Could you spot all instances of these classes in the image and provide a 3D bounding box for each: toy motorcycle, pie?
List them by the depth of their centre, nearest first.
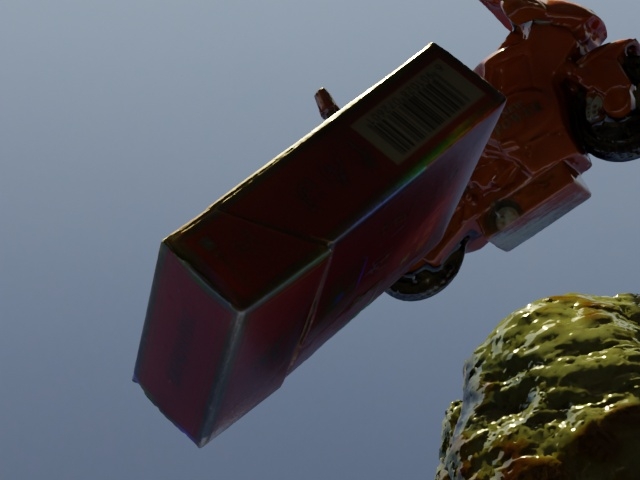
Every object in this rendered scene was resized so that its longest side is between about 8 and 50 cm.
[{"bbox_3d":[0.156,0.120,0.839,0.201,0.090,0.248,-14,-146,14],"label":"pie"},{"bbox_3d":[0.139,-0.097,1.229,0.148,0.326,0.221,29,-148,-53],"label":"toy motorcycle"}]

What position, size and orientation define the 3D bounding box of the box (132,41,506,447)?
[{"bbox_3d":[0.001,0.001,0.612,0.048,0.112,0.175,41,-125,15],"label":"box"}]
